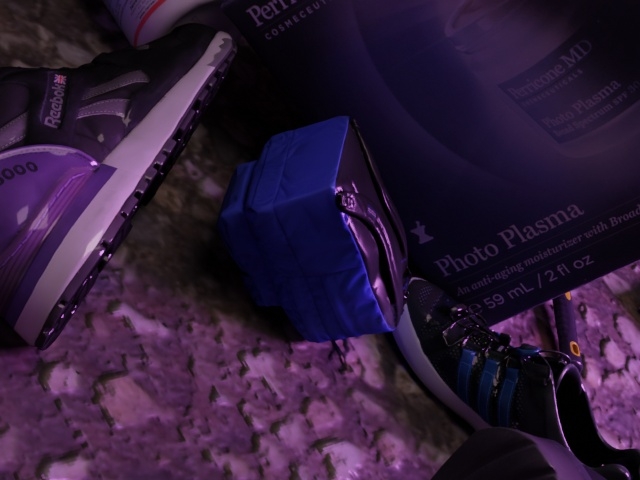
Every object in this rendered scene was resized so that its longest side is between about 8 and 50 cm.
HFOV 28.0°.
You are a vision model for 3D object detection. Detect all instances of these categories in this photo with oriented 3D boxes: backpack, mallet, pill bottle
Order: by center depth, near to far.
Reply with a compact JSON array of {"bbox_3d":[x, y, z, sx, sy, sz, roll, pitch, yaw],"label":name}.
[{"bbox_3d":[0.000,0.000,0.786,0.120,0.101,0.098,62,28,-31],"label":"backpack"},{"bbox_3d":[-0.122,-0.198,0.891,0.087,0.087,0.160,-8,58,-49],"label":"pill bottle"},{"bbox_3d":[0.177,0.020,0.997,0.062,0.039,0.190,31,39,-18],"label":"mallet"}]

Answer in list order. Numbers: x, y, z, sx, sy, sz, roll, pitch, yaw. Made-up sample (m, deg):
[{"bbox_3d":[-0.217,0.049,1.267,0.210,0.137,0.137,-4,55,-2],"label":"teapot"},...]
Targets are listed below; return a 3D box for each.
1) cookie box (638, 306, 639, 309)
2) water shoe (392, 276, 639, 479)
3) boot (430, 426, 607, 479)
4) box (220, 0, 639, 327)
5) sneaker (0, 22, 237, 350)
[{"bbox_3d":[0.331,0.073,1.081,0.107,0.040,0.092,-10,59,-49],"label":"cookie box"},{"bbox_3d":[0.129,0.090,0.826,0.203,0.080,0.073,51,34,13],"label":"water shoe"},{"bbox_3d":[0.274,0.309,0.697,0.445,0.146,0.367,24,43,-35],"label":"boot"},{"bbox_3d":[0.148,-0.140,0.845,0.294,0.296,0.183,52,31,-16],"label":"box"},{"bbox_3d":[-0.140,-0.071,0.723,0.124,0.107,0.283,31,35,-5],"label":"sneaker"}]
